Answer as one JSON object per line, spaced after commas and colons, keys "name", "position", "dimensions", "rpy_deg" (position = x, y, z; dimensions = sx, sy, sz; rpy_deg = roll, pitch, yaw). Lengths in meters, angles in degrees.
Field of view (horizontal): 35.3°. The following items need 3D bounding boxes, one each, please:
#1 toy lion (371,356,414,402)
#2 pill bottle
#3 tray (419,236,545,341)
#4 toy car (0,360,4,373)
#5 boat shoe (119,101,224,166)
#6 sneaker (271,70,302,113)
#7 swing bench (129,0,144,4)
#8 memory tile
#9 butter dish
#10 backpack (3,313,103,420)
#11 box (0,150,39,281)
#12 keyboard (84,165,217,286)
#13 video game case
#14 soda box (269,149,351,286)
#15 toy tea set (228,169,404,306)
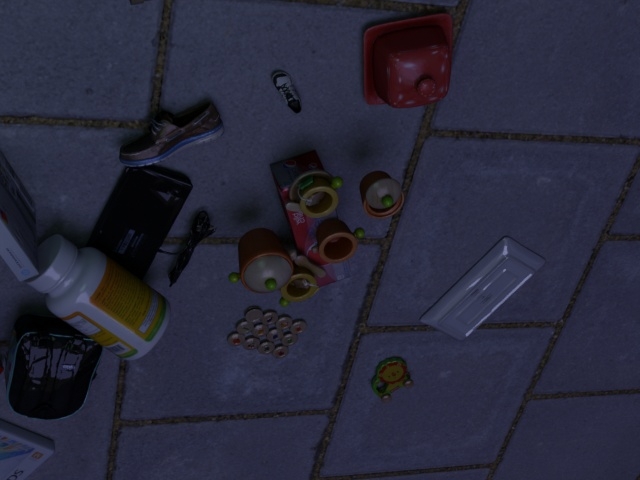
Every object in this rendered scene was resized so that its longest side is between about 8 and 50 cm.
{"name": "toy lion", "position": [0.155, 0.307, 2.252], "dimensions": [0.100, 0.034, 0.096], "rpy_deg": [-36, 124, 12]}
{"name": "pill bottle", "position": [-0.395, 0.097, 1.774], "dimensions": [0.136, 0.136, 0.245], "rpy_deg": [-39, 125, 14]}
{"name": "tray", "position": [0.352, 0.115, 2.158], "dimensions": [0.145, 0.030, 0.270], "rpy_deg": [28, 115, -34]}
{"name": "toy car", "position": [-0.652, 0.172, 1.801], "dimensions": [0.239, 0.053, 0.225], "rpy_deg": [4, 130, -48]}
{"name": "boat shoe", "position": [-0.254, -0.182, 1.675], "dimensions": [0.183, 0.066, 0.066], "rpy_deg": [-24, 128, -12]}
{"name": "sneaker", "position": [-0.053, -0.250, 1.701], "dimensions": [0.032, 0.037, 0.083], "rpy_deg": [-30, 131, 9]}
{"name": "swing bench", "position": [-0.163, -0.456, 1.402], "dimensions": [0.253, 0.165, 0.255], "rpy_deg": [-14, 132, -9]}
{"name": "memory tile", "position": [-0.109, 0.190, 2.069], "dimensions": [0.148, 0.012, 0.113], "rpy_deg": [19, 120, -31]}
{"name": "butter dish", "position": [0.161, -0.283, 1.694], "dimensions": [0.160, 0.118, 0.160], "rpy_deg": [-12, 132, -10]}
{"name": "backpack", "position": [-0.503, 0.233, 1.870], "dimensions": [0.166, 0.144, 0.188], "rpy_deg": [8, 105, -26]}
{"name": "box", "position": [-0.502, -0.046, 1.613], "dimensions": [0.038, 0.186, 0.145], "rpy_deg": [-22, 133, 0]}
{"name": "keyboard", "position": [-0.316, 0.007, 1.829], "dimensions": [0.201, 0.033, 0.317], "rpy_deg": [20, 121, -24]}
{"name": "video game case", "position": [-0.765, 0.452, 2.042], "dimensions": [0.300, 0.036, 0.329], "rpy_deg": [-42, 129, 17]}
{"name": "soda box", "position": [-0.014, -0.034, 1.866], "dimensions": [0.092, 0.083, 0.263], "rpy_deg": [-19, 133, -3]}
{"name": "toy tea set", "position": [0.000, 0.000, 1.757], "dimensions": [0.200, 0.124, 0.336], "rpy_deg": [28, 116, -34]}
